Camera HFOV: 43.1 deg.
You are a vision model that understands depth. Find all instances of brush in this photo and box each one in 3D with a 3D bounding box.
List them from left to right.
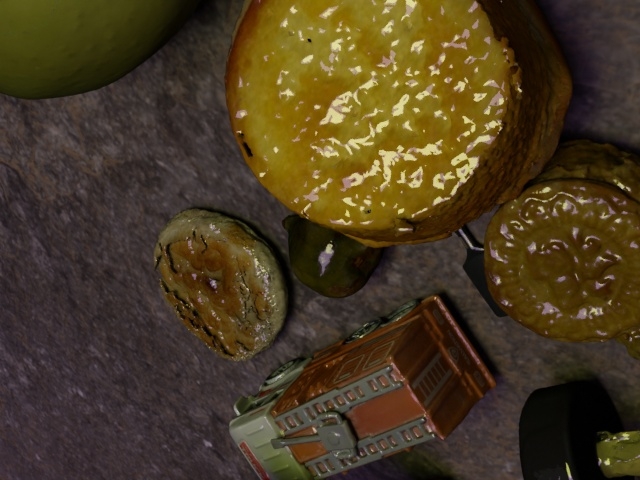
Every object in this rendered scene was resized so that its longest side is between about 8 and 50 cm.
[{"bbox_3d":[0.212,0.017,1.096,0.063,0.016,0.193,-35,92,36],"label":"brush"}]

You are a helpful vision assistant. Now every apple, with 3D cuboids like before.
[{"bbox_3d":[-0.342,-0.395,0.986,0.474,0.473,0.473,12,117,26],"label":"apple"}]

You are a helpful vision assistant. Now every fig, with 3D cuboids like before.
[{"bbox_3d":[0.018,0.001,1.167,0.127,0.185,0.132,2,112,-12],"label":"fig"}]

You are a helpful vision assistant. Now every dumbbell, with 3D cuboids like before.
[{"bbox_3d":[0.421,0.246,0.959,0.322,0.204,0.203,-21,99,35],"label":"dumbbell"}]

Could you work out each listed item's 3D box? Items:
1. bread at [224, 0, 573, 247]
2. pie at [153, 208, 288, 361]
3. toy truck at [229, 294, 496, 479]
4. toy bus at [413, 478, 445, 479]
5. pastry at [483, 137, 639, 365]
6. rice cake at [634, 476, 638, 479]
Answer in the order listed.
[{"bbox_3d":[0.073,-0.186,0.931,0.398,0.215,0.398,2,95,26],"label":"bread"},{"bbox_3d":[-0.166,0.071,1.322,0.274,0.055,0.274,15,119,30],"label":"pie"},{"bbox_3d":[0.037,0.244,1.182,0.388,0.207,0.173,-32,93,37],"label":"toy truck"},{"bbox_3d":[0.021,0.397,1.159,0.092,0.409,0.093,-42,50,49],"label":"toy bus"},{"bbox_3d":[0.321,0.001,0.969,0.235,0.132,0.240,17,126,14],"label":"pastry"},{"bbox_3d":[0.341,0.381,1.162,0.256,0.052,0.057,-28,66,36],"label":"rice cake"}]
